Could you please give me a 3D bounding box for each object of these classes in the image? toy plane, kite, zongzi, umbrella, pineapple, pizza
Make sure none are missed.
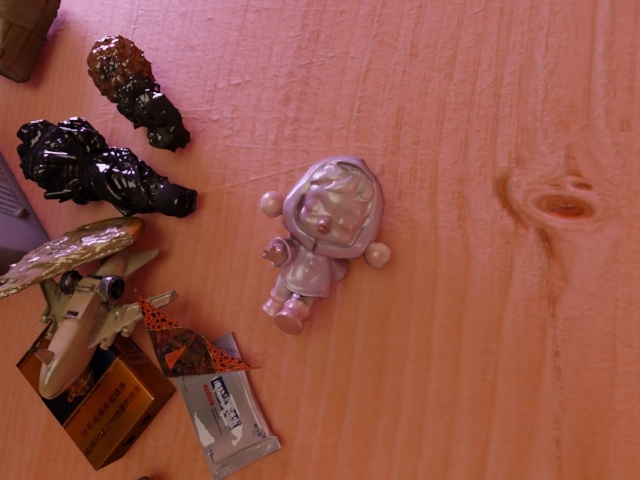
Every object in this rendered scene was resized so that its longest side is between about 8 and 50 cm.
[{"bbox_3d":[-0.356,0.110,0.637,0.241,0.104,0.256,7,45,10],"label":"toy plane"},{"bbox_3d":[-0.215,0.177,0.632,0.222,0.008,0.125,35,115,-9],"label":"kite"},{"bbox_3d":[-0.677,-0.460,0.865,0.256,0.115,0.228,14,81,27],"label":"zongzi"},{"bbox_3d":[-0.385,-0.104,0.716,0.336,0.128,0.154,32,87,14],"label":"umbrella"},{"bbox_3d":[-0.317,-0.252,0.725,0.111,0.119,0.237,-45,74,17],"label":"pineapple"},{"bbox_3d":[-0.420,0.018,0.671,0.262,0.181,0.034,-29,117,-22],"label":"pizza"}]

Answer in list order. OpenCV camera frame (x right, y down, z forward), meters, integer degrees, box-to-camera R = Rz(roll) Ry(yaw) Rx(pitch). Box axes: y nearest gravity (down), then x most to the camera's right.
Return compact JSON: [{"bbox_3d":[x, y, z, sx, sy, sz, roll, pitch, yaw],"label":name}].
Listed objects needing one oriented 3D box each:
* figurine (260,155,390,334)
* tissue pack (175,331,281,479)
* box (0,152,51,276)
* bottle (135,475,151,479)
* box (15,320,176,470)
[{"bbox_3d":[0.000,-0.001,0.597,0.200,0.133,0.276,27,93,5],"label":"figurine"},{"bbox_3d":[-0.153,0.258,0.643,0.122,0.026,0.193,-31,74,7],"label":"tissue pack"},{"bbox_3d":[-0.673,-0.112,0.647,0.111,0.396,0.397,-41,73,3],"label":"box"},{"bbox_3d":[-0.238,0.466,0.597,0.209,0.097,0.110,44,131,16],"label":"bottle"},{"bbox_3d":[-0.377,0.229,0.684,0.237,0.070,0.152,39,92,18],"label":"box"}]
